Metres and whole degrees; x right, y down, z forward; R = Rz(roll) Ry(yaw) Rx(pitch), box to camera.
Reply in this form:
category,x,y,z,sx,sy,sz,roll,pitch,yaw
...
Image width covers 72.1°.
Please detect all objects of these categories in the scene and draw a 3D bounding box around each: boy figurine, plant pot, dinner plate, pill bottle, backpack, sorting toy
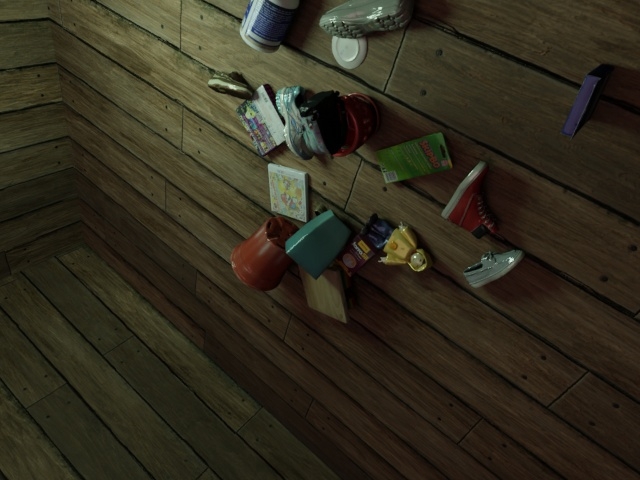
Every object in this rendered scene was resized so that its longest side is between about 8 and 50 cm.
category,x,y,z,sx,sy,sz,roll,pitch,yaw
boy figurine,0.283,0.025,1.628,0.285,0.092,0.177,38,111,13
plant pot,0.093,-0.398,1.491,0.191,0.174,0.191,20,126,30
dinner plate,0.092,-0.645,1.459,0.141,0.017,0.141,22,128,31
pill bottle,-0.163,-0.791,1.490,0.153,0.153,0.265,48,136,7
backpack,0.008,-0.359,1.376,0.115,0.152,0.182,18,139,40
plant pot,0.000,0.000,1.758,0.165,0.166,0.234,43,98,-14
sorting toy,0.034,0.202,1.945,0.255,0.089,0.257,15,126,47
plant pot,-0.225,0.047,1.990,0.272,0.272,0.265,50,128,6

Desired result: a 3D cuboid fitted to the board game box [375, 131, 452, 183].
category,x,y,z,sx,sy,sz,roll,pitch,yaw
board game box,0.313,-0.275,1.477,0.259,0.039,0.124,-7,111,46

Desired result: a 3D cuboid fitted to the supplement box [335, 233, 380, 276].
category,x,y,z,sx,sy,sz,roll,pitch,yaw
supplement box,0.155,0.049,1.775,0.104,0.080,0.188,49,136,7

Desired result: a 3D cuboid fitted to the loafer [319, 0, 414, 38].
category,x,y,z,sx,sy,sz,roll,pitch,yaw
loafer,0.138,-0.695,1.337,0.319,0.112,0.112,10,84,35

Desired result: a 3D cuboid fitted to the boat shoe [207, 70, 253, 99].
category,x,y,z,sx,sy,sz,roll,pitch,yaw
boat shoe,-0.362,-0.646,1.787,0.257,0.095,0.095,25,90,33

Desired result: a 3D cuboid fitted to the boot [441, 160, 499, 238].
category,x,y,z,sx,sy,sz,roll,pitch,yaw
boot,0.506,-0.118,1.372,0.176,0.088,0.244,37,142,18

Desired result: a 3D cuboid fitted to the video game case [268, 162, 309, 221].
category,x,y,z,sx,sy,sz,roll,pitch,yaw
video game case,-0.139,-0.207,1.913,0.206,0.026,0.227,20,126,32

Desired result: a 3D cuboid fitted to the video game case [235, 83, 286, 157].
category,x,y,z,sx,sy,sz,roll,pitch,yaw
video game case,-0.231,-0.488,1.811,0.210,0.042,0.232,-22,99,46

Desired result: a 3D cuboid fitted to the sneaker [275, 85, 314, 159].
category,x,y,z,sx,sy,sz,roll,pitch,yaw
sneaker,-0.074,-0.443,1.659,0.122,0.110,0.283,-6,111,39

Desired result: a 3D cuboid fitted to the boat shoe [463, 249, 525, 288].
category,x,y,z,sx,sy,sz,roll,pitch,yaw
boat shoe,0.560,0.081,1.446,0.081,0.079,0.227,47,139,3

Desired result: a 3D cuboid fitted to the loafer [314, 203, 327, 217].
category,x,y,z,sx,sy,sz,roll,pitch,yaw
loafer,0.017,-0.079,1.839,0.056,0.050,0.148,-29,94,46

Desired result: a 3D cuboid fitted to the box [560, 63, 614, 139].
category,x,y,z,sx,sy,sz,roll,pitch,yaw
box,0.627,-0.330,1.035,0.036,0.225,0.137,28,130,26
